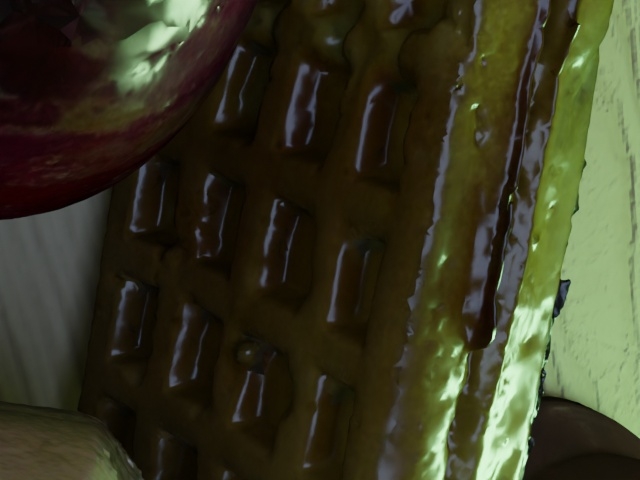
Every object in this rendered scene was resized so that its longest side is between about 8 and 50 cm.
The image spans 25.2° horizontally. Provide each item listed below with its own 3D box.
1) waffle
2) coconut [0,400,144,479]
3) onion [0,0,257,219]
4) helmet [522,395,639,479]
[{"bbox_3d":[0.000,0.000,0.619,0.098,0.224,0.328,-3,108,-42],"label":"waffle"},{"bbox_3d":[-0.172,0.199,0.548,0.309,0.297,0.297,13,101,-7],"label":"coconut"},{"bbox_3d":[-0.122,-0.128,0.503,0.272,0.230,0.256,-19,114,-15],"label":"onion"},{"bbox_3d":[0.187,0.260,0.757,0.271,0.197,0.338,-7,97,-42],"label":"helmet"}]
